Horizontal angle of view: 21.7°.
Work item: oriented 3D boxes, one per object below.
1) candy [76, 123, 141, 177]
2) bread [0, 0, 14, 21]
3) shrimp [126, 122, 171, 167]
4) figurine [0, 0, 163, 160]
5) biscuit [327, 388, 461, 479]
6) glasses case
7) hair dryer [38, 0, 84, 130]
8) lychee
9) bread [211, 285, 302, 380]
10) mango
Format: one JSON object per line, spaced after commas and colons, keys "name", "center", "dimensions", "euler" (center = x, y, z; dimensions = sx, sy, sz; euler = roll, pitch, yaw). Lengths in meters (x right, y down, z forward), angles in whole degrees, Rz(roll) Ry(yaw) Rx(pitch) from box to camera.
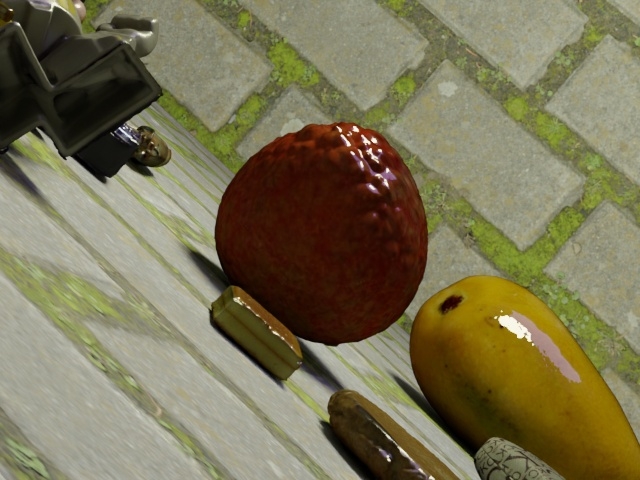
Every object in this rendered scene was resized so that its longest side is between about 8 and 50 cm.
{"name": "candy", "center": [-0.325, -0.187, 1.788], "dimensions": [0.312, 0.061, 0.088], "euler": [41, 3, -8]}
{"name": "bread", "center": [-0.379, -0.258, 1.334], "dimensions": [0.344, 0.124, 0.084], "euler": [34, -18, 14]}
{"name": "shrimp", "center": [-0.263, -0.141, 2.234], "dimensions": [0.143, 0.052, 0.251], "euler": [31, -4, -8]}
{"name": "figurine", "center": [-0.280, -0.188, 1.464], "dimensions": [0.308, 0.143, 0.308], "euler": [33, 10, -7]}
{"name": "biscuit", "center": [0.089, 0.214, 1.488], "dimensions": [0.226, 0.042, 0.226], "euler": [42, 1, -1]}
{"name": "glasses case", "center": [0.298, 0.348, 1.937], "dimensions": [0.137, 0.085, 0.354], "euler": [39, 4, -38]}
{"name": "hair dryer", "center": [-0.259, -0.229, 1.697], "dimensions": [0.124, 0.219, 0.071], "euler": [38, -4, -31]}
{"name": "lychee", "center": [0.000, 0.000, 1.864], "dimensions": [0.255, 0.300, 0.255], "euler": [17, 30, -10]}
{"name": "bread", "center": [-0.058, 0.084, 1.537], "dimensions": [0.090, 0.035, 0.094], "euler": [42, 2, -8]}
{"name": "mango", "center": [0.316, 0.247, 2.478], "dimensions": [0.446, 0.232, 0.300], "euler": [50, -1, 6]}
